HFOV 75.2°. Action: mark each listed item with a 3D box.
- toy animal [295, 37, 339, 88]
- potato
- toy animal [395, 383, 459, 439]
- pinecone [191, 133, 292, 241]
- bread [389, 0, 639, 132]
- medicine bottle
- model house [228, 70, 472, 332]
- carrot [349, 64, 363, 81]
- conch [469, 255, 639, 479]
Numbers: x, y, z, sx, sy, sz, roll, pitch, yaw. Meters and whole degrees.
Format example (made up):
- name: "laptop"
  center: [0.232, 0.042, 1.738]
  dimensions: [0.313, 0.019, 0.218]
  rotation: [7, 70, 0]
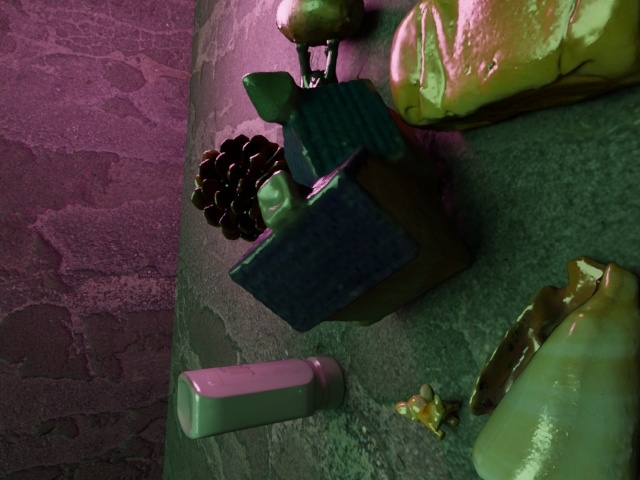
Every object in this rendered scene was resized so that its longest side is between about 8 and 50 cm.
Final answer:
- name: "toy animal"
  center: [-0.001, -0.299, 0.776]
  dimensions: [0.269, 0.082, 0.137]
  rotation: [-93, -1, -64]
- name: "potato"
  center: [-0.006, -0.434, 0.806]
  dimensions: [0.251, 0.150, 0.113]
  rotation: [46, 133, 51]
- name: "toy animal"
  center: [0.149, 0.235, 0.588]
  dimensions: [0.083, 0.060, 0.081]
  rotation: [23, 147, 57]
- name: "pinecone"
  center: [-0.144, -0.117, 0.937]
  dimensions: [0.264, 0.264, 0.264]
  rotation: [-7, 82, 60]
- name: "bread"
  center: [0.201, -0.223, 0.458]
  dimensions: [0.294, 0.132, 0.166]
  rotation: [5, 98, 59]
- name: "medicine bottle"
  center: [-0.105, 0.286, 0.782]
  dimensions: [0.161, 0.296, 0.111]
  rotation: [-5, 85, 58]
- name: "model house"
  center: [0.009, -0.058, 0.558]
  dimensions: [0.245, 0.280, 0.312]
  rotation: [-36, 62, 32]
- name: "carrot"
  center: [0.056, -0.187, 0.776]
  dimensions: [0.078, 0.078, 0.298]
  rotation: [-5, 78, 60]
- name: "conch"
  center: [0.245, 0.152, 0.398]
  dimensions: [0.255, 0.127, 0.158]
  rotation: [-60, 4, 5]
